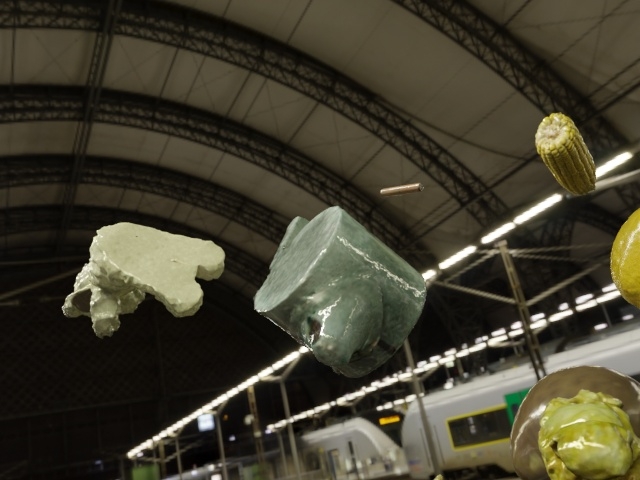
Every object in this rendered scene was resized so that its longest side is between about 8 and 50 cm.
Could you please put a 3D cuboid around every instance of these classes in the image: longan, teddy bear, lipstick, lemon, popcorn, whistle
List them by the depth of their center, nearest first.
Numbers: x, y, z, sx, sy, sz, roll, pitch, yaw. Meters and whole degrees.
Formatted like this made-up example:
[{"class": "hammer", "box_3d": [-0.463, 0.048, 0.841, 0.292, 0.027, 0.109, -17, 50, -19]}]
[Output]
[{"class": "whistle", "box_3d": [0.008, 0.070, 0.949, 0.168, 0.188, 0.405, 39, -7, -14]}, {"class": "popcorn", "box_3d": [0.498, 0.406, 1.132, 0.174, 0.225, 0.286, -15, 0, 16]}, {"class": "lipstick", "box_3d": [0.168, -0.104, 1.288, 0.094, 0.018, 0.019, -5, -11, 40]}, {"class": "teddy bear", "box_3d": [-0.463, 0.129, 1.583, 0.376, 0.327, 0.362, 23, -45, 1]}, {"class": "longan", "box_3d": [0.687, 0.501, 1.623, 0.405, 0.336, 0.404, -27, -19, -10]}, {"class": "lemon", "box_3d": [0.925, 0.044, 1.676, 0.286, 0.315, 0.285, -16, -8, -2]}]

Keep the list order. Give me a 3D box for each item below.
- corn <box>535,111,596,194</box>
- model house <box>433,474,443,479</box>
[{"class": "corn", "box_3d": [0.385, -0.129, 0.969, 0.063, 0.085, 0.165, -26, -38, 26]}, {"class": "model house", "box_3d": [0.379, 0.913, 1.963, 0.194, 0.324, 0.267, 13, -6, 11]}]
